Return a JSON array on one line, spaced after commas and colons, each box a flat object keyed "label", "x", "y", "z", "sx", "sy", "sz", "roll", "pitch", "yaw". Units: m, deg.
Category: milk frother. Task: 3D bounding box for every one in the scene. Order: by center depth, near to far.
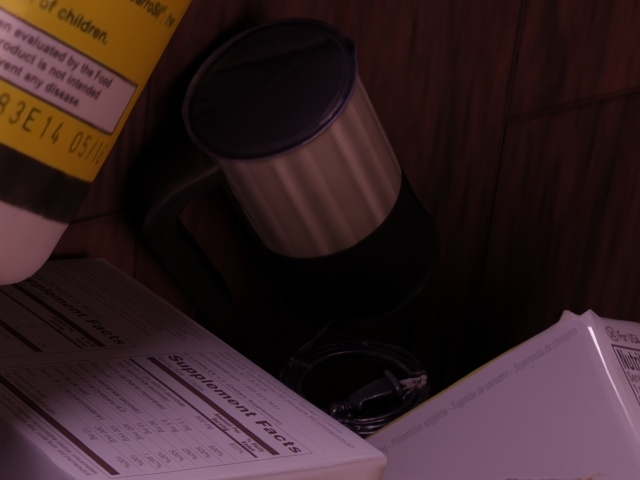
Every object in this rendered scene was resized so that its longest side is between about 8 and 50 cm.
[{"label": "milk frother", "x": 0.000, "y": 0.000, "z": 0.855, "sx": 0.129, "sy": 0.143, "sz": 0.135, "roll": -42, "pitch": 139, "yaw": -11}]

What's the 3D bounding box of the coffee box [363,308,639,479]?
[{"label": "coffee box", "x": 0.136, "y": 0.264, "z": 0.896, "sx": 0.338, "sy": 0.334, "sz": 0.338, "roll": -35, "pitch": 154, "yaw": 28}]

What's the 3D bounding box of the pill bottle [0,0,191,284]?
[{"label": "pill bottle", "x": -0.099, "y": -0.170, "z": 0.619, "sx": 0.188, "sy": 0.188, "sz": 0.334, "roll": 28, "pitch": 91, "yaw": -50}]

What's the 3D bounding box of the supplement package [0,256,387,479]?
[{"label": "supplement package", "x": -0.118, "y": 0.164, "z": 0.778, "sx": 0.145, "sy": 0.204, "sz": 0.262, "roll": -1, "pitch": 113, "yaw": -43}]
